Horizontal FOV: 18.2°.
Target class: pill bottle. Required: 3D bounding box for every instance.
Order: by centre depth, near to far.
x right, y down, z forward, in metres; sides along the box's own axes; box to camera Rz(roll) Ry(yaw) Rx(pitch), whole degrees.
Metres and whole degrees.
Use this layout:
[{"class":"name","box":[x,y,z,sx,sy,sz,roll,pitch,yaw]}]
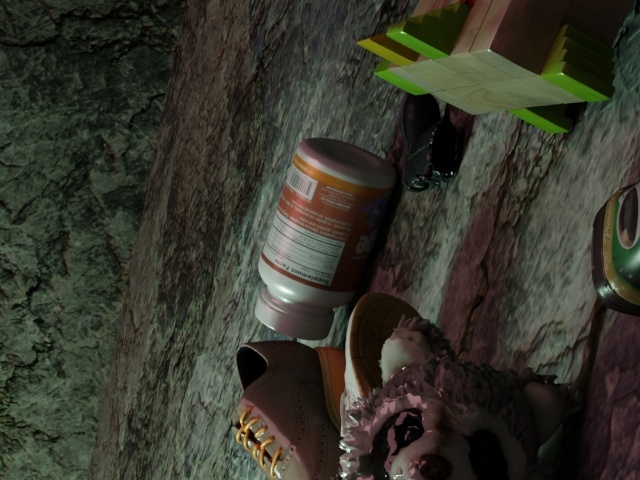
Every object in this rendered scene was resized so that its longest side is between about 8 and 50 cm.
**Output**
[{"class":"pill bottle","box":[0.000,0.000,2.298,0.121,0.121,0.216,-111,38,-68]}]

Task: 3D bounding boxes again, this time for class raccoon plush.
[{"class":"raccoon plush","box":[0.055,0.232,1.710,0.299,0.216,0.446,-69,13,-10]}]

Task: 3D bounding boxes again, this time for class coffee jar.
[{"class":"coffee jar","box":[0.257,-0.016,1.392,0.184,0.079,0.096,132,148,-60]}]

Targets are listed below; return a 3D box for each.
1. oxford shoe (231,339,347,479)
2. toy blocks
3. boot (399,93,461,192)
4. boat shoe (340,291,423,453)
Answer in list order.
[{"class":"oxford shoe","box":[-0.034,0.233,2.158,0.364,0.133,0.130,-101,30,-61]},{"class":"toy blocks","box":[0.193,-0.253,1.762,0.261,0.191,0.381,-65,14,-5]},{"class":"boot","box":[0.117,-0.110,2.116,0.099,0.045,0.121,144,132,-72]},{"class":"boat shoe","box":[0.058,0.171,1.937,0.277,0.098,0.096,-91,22,-46]}]
